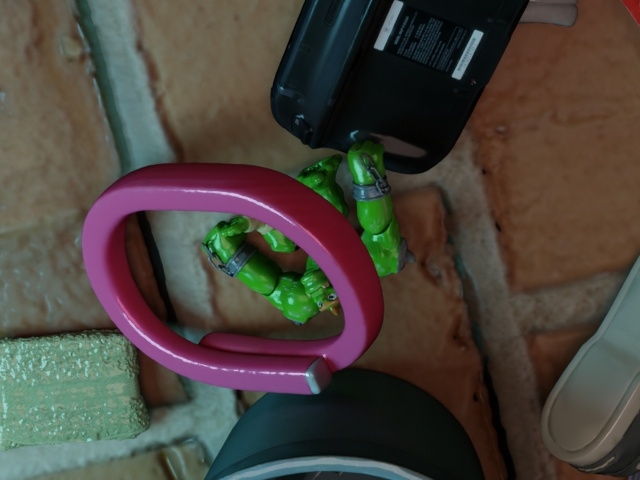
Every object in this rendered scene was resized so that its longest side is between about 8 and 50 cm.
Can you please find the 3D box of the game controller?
[{"bbox_3d":[0.071,-0.180,1.539,0.166,0.067,0.319,14,136,-11],"label":"game controller"}]

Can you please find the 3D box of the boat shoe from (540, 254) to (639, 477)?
[{"bbox_3d":[0.322,0.075,1.644,0.099,0.116,0.319,34,97,-40],"label":"boat shoe"}]

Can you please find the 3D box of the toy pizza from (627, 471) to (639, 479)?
[{"bbox_3d":[0.377,0.222,1.708,0.201,0.032,0.201,1,105,2],"label":"toy pizza"}]

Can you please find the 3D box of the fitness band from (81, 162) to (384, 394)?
[{"bbox_3d":[-0.080,0.032,1.605,0.291,0.054,0.209,1,125,37],"label":"fitness band"}]

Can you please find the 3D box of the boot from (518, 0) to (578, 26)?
[{"bbox_3d":[0.092,-0.228,1.565,0.258,0.095,0.123,1,99,2],"label":"boot"}]

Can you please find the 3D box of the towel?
[{"bbox_3d":[-0.234,0.134,1.722,0.148,0.027,0.110,-6,104,6],"label":"towel"}]

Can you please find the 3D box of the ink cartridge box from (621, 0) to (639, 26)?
[{"bbox_3d":[0.349,-0.250,1.541,0.225,0.056,0.181,-38,101,-6],"label":"ink cartridge box"}]

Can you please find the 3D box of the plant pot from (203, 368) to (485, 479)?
[{"bbox_3d":[0.018,0.279,1.588,0.341,0.334,0.341,1,105,3],"label":"plant pot"}]

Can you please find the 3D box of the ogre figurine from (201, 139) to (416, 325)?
[{"bbox_3d":[0.000,0.000,1.634,0.197,0.097,0.118,-34,101,13],"label":"ogre figurine"}]
